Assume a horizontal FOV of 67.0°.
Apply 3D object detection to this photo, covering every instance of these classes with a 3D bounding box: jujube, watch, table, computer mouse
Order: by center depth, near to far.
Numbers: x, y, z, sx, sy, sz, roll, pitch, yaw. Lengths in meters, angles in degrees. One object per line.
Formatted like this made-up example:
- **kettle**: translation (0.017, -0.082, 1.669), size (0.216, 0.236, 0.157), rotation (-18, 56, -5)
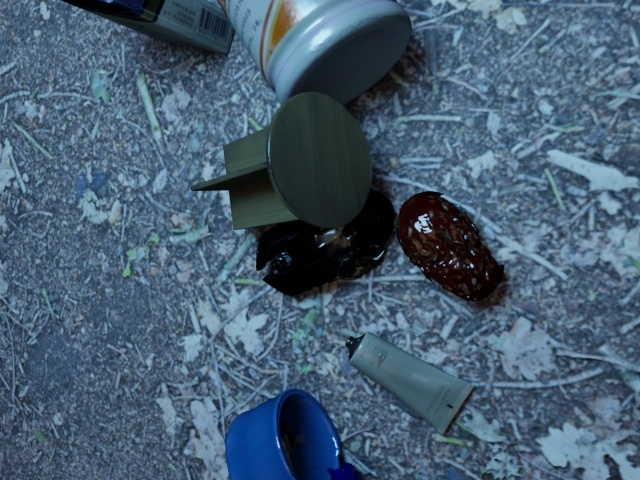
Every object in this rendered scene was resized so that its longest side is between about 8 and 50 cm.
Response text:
- **jujube**: translation (0.167, 0.012, 0.650), size (0.104, 0.104, 0.165), rotation (-39, 80, 18)
- **table**: translation (-0.068, -0.090, 0.670), size (0.227, 0.167, 0.166), rotation (-6, 90, 48)
- **watch**: translation (-0.049, 0.333, 0.700), size (0.171, 0.196, 0.200), rotation (-30, 89, 10)
- **computer mouse**: translation (0.000, 0.000, 0.725), size (0.242, 0.078, 0.146), rotation (-30, 80, 19)

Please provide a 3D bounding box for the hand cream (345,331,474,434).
- **hand cream**: translation (0.119, 0.196, 0.706), size (0.186, 0.054, 0.087), rotation (31, 98, 10)

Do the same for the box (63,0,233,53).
- **box**: translation (-0.264, -0.351, 0.709), size (0.168, 0.259, 0.071), rotation (19, 102, 18)

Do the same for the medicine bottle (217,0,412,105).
- **medicine bottle**: translation (-0.040, -0.352, 0.656), size (0.202, 0.202, 0.315), rotation (-33, 80, 19)
